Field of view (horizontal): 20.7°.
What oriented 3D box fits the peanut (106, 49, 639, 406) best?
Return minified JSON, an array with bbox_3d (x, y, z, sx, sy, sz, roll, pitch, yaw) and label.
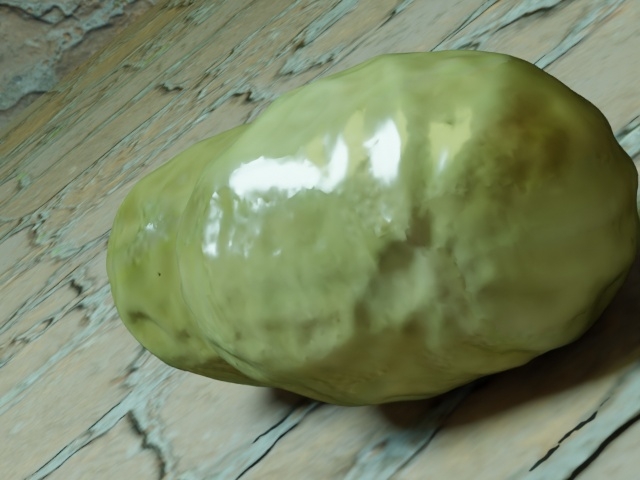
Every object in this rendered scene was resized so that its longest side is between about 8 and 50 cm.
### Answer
[{"bbox_3d":[0.000,0.000,0.729,0.147,0.147,0.319,-45,18,-27],"label":"peanut"}]
